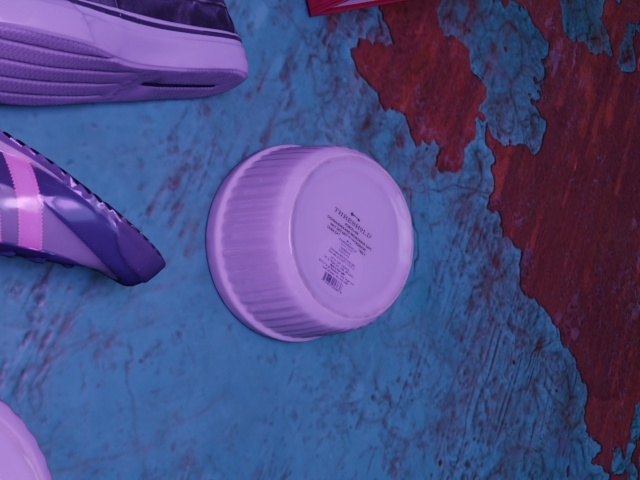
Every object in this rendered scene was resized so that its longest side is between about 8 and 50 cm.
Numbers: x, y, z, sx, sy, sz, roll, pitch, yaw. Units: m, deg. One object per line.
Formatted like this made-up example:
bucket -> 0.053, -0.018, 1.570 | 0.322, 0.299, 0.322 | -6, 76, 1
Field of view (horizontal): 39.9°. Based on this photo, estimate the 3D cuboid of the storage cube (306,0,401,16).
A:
storage cube -> 0.085, -0.368, 0.947 | 0.215, 0.184, 0.193 | -20, 99, -39

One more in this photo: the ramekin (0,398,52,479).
ramekin -> -0.308, 0.202, 0.602 | 0.273, 0.127, 0.273 | 4, 84, -40

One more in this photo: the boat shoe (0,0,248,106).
boat shoe -> -0.201, -0.186, 0.742 | 0.335, 0.121, 0.119 | -7, 77, -56

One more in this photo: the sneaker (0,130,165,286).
sneaker -> -0.274, -0.026, 0.680 | 0.319, 0.112, 0.131 | 35, 80, -26

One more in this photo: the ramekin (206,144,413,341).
ramekin -> 0.000, 0.000, 0.891 | 0.207, 0.109, 0.207 | 4, 84, -40
